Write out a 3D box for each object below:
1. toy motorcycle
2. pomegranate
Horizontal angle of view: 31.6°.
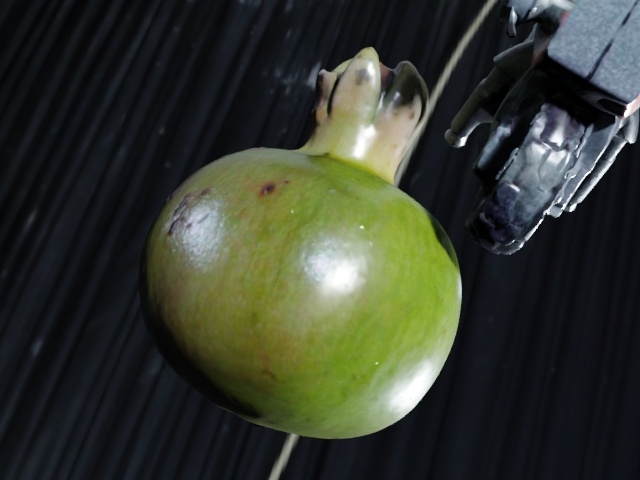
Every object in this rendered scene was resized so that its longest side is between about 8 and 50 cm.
[{"bbox_3d":[0.160,-0.132,0.565,0.108,0.173,0.307,31,114,1],"label":"toy motorcycle"},{"bbox_3d":[0.007,0.012,0.618,0.210,0.179,0.179,-45,121,12],"label":"pomegranate"}]
